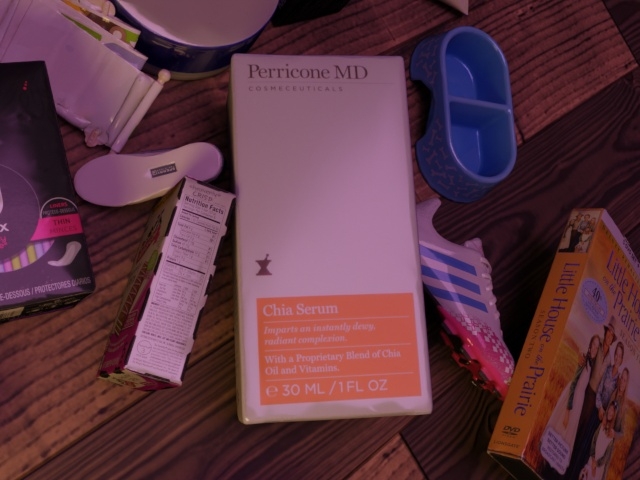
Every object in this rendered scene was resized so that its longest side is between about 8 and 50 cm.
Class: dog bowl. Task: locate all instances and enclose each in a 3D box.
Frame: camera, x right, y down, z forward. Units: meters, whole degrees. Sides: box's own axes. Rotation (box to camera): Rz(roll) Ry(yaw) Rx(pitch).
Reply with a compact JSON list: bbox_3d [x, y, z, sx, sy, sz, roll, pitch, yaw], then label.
[{"bbox_3d":[-0.191,-0.361,1.017,0.265,0.104,0.264,6,76,-25],"label":"dog bowl"},{"bbox_3d":[0.239,-0.213,1.216,0.166,0.074,0.297,4,77,-26],"label":"dog bowl"}]

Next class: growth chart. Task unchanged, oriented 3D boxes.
[{"bbox_3d":[-0.306,-0.229,0.926,0.237,0.021,0.172,40,99,-12],"label":"growth chart"}]

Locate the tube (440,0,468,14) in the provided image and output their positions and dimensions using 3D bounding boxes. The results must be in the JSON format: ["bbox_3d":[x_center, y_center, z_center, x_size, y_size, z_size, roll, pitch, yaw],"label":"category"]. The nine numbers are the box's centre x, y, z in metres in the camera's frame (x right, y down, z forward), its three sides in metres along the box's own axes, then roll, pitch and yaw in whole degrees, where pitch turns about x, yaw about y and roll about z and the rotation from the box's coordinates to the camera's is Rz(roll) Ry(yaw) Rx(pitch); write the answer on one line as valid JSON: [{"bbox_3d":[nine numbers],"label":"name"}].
[{"bbox_3d":[0.158,-0.462,1.246,0.240,0.062,0.070,15,112,-28],"label":"tube"}]

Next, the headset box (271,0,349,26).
[{"bbox_3d":[-0.021,-0.496,1.053,0.131,0.246,0.283,-23,89,-30],"label":"headset box"}]

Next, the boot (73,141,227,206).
[{"bbox_3d":[-0.215,-0.082,0.966,0.190,0.086,0.069,-8,89,0],"label":"boot"}]

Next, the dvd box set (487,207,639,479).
[{"bbox_3d":[0.418,0.205,1.158,0.307,0.062,0.420,46,60,-34],"label":"dvd box set"}]

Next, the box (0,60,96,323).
[{"bbox_3d":[-0.370,-0.046,0.829,0.165,0.143,0.270,-12,83,-29],"label":"box"}]

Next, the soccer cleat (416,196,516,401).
[{"bbox_3d":[0.219,0.084,1.100,0.143,0.116,0.331,-39,95,-11],"label":"soccer cleat"}]

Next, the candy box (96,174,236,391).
[{"bbox_3d":[-0.186,0.056,0.888,0.071,0.159,0.233,22,68,-21],"label":"candy box"}]

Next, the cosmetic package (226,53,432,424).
[{"bbox_3d":[0.000,0.000,0.963,0.230,0.161,0.452,-2,78,-9],"label":"cosmetic package"}]
